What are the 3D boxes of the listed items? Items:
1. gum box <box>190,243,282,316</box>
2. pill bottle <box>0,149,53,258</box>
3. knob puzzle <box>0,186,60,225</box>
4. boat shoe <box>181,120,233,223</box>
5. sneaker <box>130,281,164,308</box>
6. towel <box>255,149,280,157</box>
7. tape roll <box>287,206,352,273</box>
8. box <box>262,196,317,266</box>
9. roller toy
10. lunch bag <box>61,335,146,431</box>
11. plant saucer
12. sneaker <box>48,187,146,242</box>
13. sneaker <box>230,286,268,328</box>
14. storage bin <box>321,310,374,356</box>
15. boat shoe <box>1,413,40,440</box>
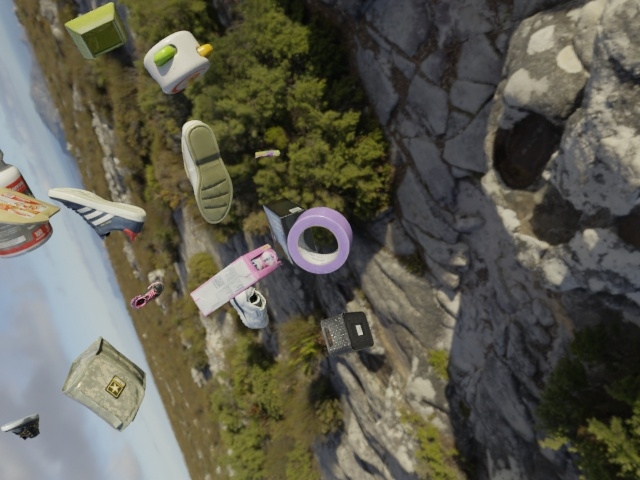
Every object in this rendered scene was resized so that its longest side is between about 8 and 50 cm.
[{"bbox_3d":[-0.183,0.084,1.084,0.188,0.107,0.062,-34,90,29],"label":"gum box"},{"bbox_3d":[-1.110,-0.136,1.699,0.210,0.210,0.363,36,146,49],"label":"pill bottle"},{"bbox_3d":[-0.844,-0.078,1.349,0.213,0.213,0.030,43,117,42],"label":"knob puzzle"},{"bbox_3d":[-0.333,-0.201,1.438,0.103,0.113,0.302,37,138,53],"label":"boat shoe"},{"bbox_3d":[-0.556,0.181,1.591,0.047,0.119,0.057,54,162,-12],"label":"sneaker"},{"bbox_3d":[-0.178,-0.290,1.651,0.060,0.083,0.009,-114,17,-66],"label":"towel"},{"bbox_3d":[0.000,0.000,1.489,0.080,0.189,0.189,-65,-35,-64],"label":"tape roll"},{"bbox_3d":[-0.111,-0.037,1.772,0.261,0.103,0.184,-146,36,-67],"label":"box"},{"bbox_3d":[-0.478,-0.595,1.666,0.191,0.209,0.146,-17,112,53],"label":"roller toy"},{"bbox_3d":[-0.726,0.492,1.670,0.235,0.169,0.287,48,176,-21],"label":"lunch bag"},{"bbox_3d":[-0.807,-0.756,1.810,0.045,0.188,0.188,55,168,12],"label":"plant saucer"},{"bbox_3d":[-0.848,-0.088,1.850,0.131,0.350,0.148,-116,47,-72],"label":"sneaker"},{"bbox_3d":[-0.228,0.238,1.717,0.235,0.094,0.090,60,-148,-47],"label":"sneaker"},{"bbox_3d":[0.091,0.303,1.604,0.084,0.180,0.122,-25,73,26],"label":"storage bin"},{"bbox_3d":[-1.098,0.701,1.819,0.183,0.065,0.083,74,-179,-82],"label":"boat shoe"}]
